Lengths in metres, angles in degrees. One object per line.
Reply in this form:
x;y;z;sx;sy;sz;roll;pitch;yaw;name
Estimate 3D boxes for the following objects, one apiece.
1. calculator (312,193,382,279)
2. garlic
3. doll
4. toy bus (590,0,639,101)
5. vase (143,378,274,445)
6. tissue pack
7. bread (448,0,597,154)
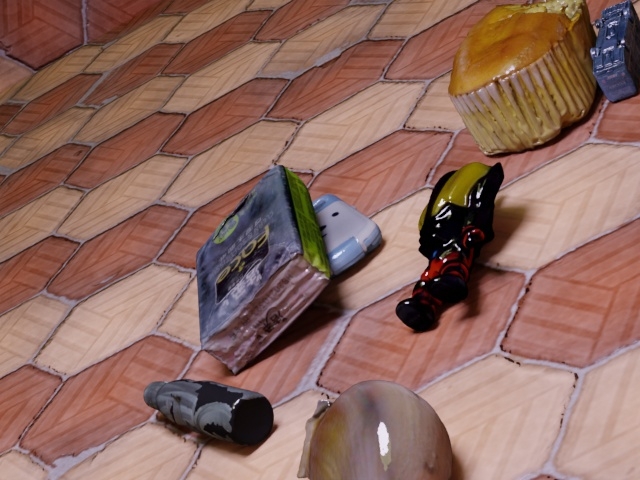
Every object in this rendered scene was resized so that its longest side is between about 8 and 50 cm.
0.000;0.000;1.877;0.121;0.039;0.210;-34;23;-7;calculator
0.053;0.216;1.328;0.129;0.148;0.266;7;21;-4;garlic
0.148;-0.009;1.659;0.127;0.088;0.248;-14;32;35;doll
0.373;-0.238;1.871;0.047;0.065;0.166;-19;28;27;toy bus
-0.132;0.181;1.648;0.060;0.060;0.211;-43;27;-26;vase
-0.074;0.030;1.797;0.173;0.073;0.235;-45;24;17;tissue pack
0.259;-0.220;1.894;0.179;0.133;0.250;-18;25;36;bread
